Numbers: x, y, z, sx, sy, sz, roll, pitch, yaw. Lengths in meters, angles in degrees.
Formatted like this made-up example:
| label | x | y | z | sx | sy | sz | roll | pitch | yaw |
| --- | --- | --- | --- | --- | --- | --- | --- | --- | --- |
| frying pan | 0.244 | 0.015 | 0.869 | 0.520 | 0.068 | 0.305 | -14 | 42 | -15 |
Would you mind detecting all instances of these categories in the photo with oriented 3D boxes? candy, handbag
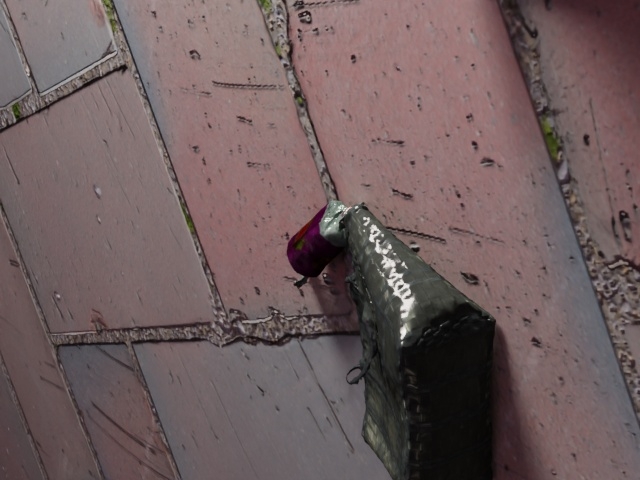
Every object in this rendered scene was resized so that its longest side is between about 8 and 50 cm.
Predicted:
| label | x | y | z | sx | sy | sz | roll | pitch | yaw |
| --- | --- | --- | --- | --- | --- | --- | --- | --- | --- |
| candy | 0.000 | 0.000 | 1.305 | 0.043 | 0.045 | 0.175 | 32 | 148 | -6 |
| handbag | 0.073 | 0.113 | 1.229 | 0.175 | 0.089 | 0.270 | 44 | 144 | 52 |
